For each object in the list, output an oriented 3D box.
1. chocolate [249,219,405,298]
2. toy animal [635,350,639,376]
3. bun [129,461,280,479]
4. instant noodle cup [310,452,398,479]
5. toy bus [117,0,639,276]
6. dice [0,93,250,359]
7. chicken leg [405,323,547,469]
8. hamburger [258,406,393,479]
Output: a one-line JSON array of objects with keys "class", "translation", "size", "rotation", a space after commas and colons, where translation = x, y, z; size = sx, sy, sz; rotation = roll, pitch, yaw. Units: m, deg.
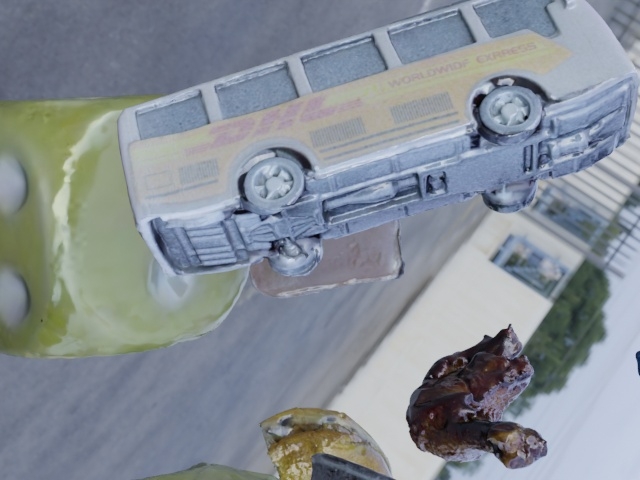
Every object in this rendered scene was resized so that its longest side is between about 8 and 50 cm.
[{"class": "chocolate", "translation": [0.001, -0.001, 1.665], "size": [0.083, 0.261, 0.161], "rotation": [-113, -161, -62]}, {"class": "toy animal", "translation": [0.466, 0.092, 1.065], "size": [0.239, 0.256, 0.176], "rotation": [-42, 138, -63]}, {"class": "bun", "translation": [-0.137, 0.333, 1.050], "size": [0.364, 0.202, 0.364], "rotation": [-10, 168, -2]}, {"class": "instant noodle cup", "translation": [0.047, 0.281, 0.700], "size": [0.207, 0.217, 0.217], "rotation": [-63, 170, -15]}, {"class": "toy bus", "translation": [0.037, -0.072, 0.715], "size": [0.343, 0.138, 0.097], "rotation": [-18, 148, -1]}, {"class": "dice", "translation": [-0.222, -0.021, 0.981], "size": [0.227, 0.238, 0.233], "rotation": [-10, 99, -48]}, {"class": "chicken leg", "translation": [0.177, 0.194, 1.160], "size": [0.158, 0.095, 0.407], "rotation": [-29, -178, 8]}, {"class": "hamburger", "translation": [0.028, 0.344, 1.421], "size": [0.157, 0.283, 0.144], "rotation": [-29, -155, -11]}]
